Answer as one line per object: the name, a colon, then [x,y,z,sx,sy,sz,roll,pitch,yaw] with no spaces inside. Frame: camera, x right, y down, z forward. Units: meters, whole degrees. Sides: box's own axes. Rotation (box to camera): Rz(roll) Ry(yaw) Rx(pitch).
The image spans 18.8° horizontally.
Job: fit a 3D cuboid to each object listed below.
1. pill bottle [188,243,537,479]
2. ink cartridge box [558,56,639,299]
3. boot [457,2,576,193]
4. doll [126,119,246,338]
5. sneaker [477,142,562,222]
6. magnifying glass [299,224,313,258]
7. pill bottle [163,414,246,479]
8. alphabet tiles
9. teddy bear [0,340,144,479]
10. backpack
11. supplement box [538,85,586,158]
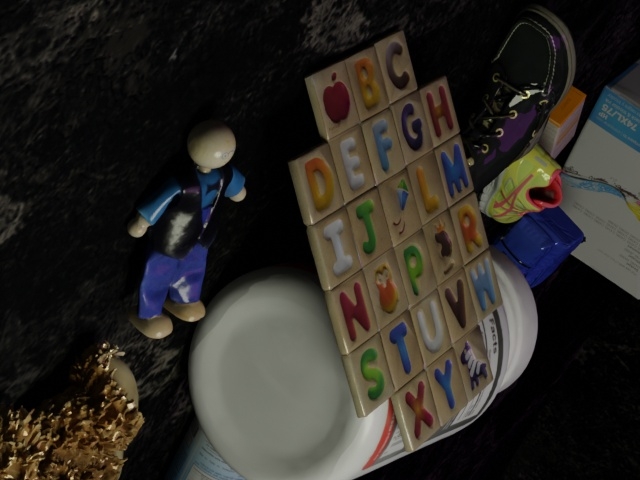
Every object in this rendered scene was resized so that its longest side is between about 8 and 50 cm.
pill bottle: [0.054,0.105,1.861,0.363,0.210,0.210,-14,137,-57]
ink cartridge box: [0.472,-0.099,2.773,0.198,0.197,0.270,-37,156,-50]
boot: [0.179,-0.126,2.059,0.178,0.085,0.236,-42,161,-32]
doll: [-0.102,-0.016,1.516,0.129,0.046,0.189,-26,142,-43]
sneaker: [0.255,-0.062,2.397,0.081,0.094,0.208,-53,166,-13]
magnifying glass: [0.000,0.000,1.905,0.092,0.026,0.231,-51,166,-14]
pill bottle: [-0.107,0.234,1.947,0.087,0.087,0.160,-28,150,-59]
alphabet tiles: [0.075,-0.003,1.709,0.285,0.011,0.342,-32,110,-54]
teddy bear: [-0.250,0.220,1.501,0.338,0.113,0.245,-57,173,-22]
backpack: [0.275,0.008,2.611,0.101,0.098,0.120,-20,156,-49]
supplement box: [0.300,-0.148,2.457,0.062,0.036,0.098,-48,163,-25]
